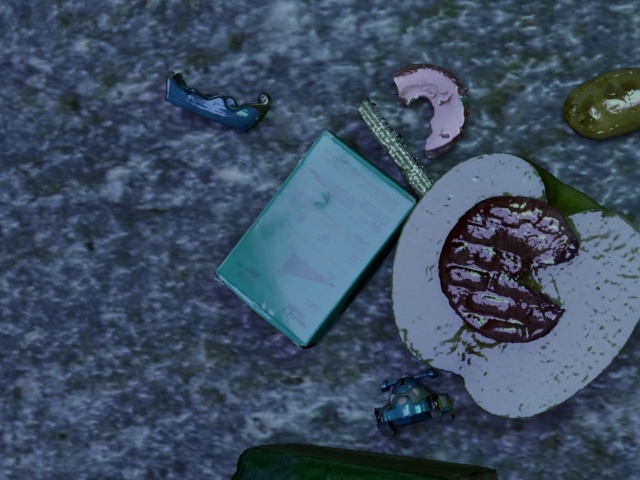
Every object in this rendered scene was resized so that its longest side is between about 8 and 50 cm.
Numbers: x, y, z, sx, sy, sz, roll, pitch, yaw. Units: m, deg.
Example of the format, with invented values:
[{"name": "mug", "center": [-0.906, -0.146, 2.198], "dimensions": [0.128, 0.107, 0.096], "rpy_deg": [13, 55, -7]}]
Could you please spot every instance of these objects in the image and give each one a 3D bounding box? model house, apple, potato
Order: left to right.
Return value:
[{"name": "model house", "center": [0.057, 0.505, 1.834], "dimensions": [0.382, 0.334, 0.343], "rpy_deg": [4, 85, 22]}, {"name": "apple", "center": [0.292, 0.068, 1.831], "dimensions": [0.360, 0.311, 0.320], "rpy_deg": [-59, 36, 9]}, {"name": "potato", "center": [0.478, -0.221, 1.914], "dimensions": [0.170, 0.080, 0.107], "rpy_deg": [-10, 96, 9]}]

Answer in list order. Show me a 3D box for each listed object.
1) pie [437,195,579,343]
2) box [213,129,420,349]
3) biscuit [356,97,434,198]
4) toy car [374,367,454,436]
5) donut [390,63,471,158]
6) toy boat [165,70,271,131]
[{"name": "pie", "center": [0.281, 0.039, 1.763], "dimensions": [0.204, 0.054, 0.219], "rpy_deg": [28, 99, 10]}, {"name": "box", "center": [0.000, 0.000, 1.977], "dimensions": [0.205, 0.118, 0.311], "rpy_deg": [38, 94, 14]}, {"name": "biscuit", "center": [0.133, -0.142, 1.957], "dimensions": [0.040, 0.121, 0.199], "rpy_deg": [-38, 81, 8]}, {"name": "toy car", "center": [0.139, 0.255, 1.915], "dimensions": [0.126, 0.161, 0.098], "rpy_deg": [-18, 72, 11]}, {"name": "donut", "center": [0.195, -0.228, 1.978], "dimensions": [0.117, 0.065, 0.166], "rpy_deg": [-26, 83, 10]}, {"name": "toy boat", "center": [-0.179, -0.248, 2.051], "dimensions": [0.185, 0.075, 0.077], "rpy_deg": [23, 100, 9]}]
